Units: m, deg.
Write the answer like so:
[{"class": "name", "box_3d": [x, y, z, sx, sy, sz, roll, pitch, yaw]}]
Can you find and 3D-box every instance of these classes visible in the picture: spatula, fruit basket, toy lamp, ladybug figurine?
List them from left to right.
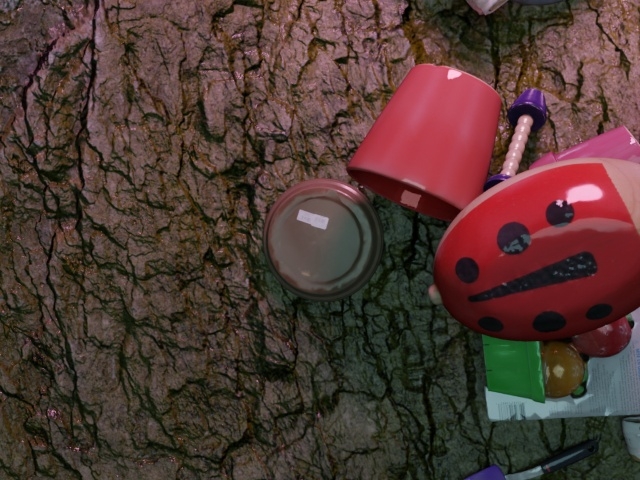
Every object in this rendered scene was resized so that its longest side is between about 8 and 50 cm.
[{"class": "toy lamp", "box_3d": [0.383, -0.191, 1.244, 0.080, 0.080, 0.275, 23, 58, 10]}, {"class": "spatula", "box_3d": [0.444, 0.487, 1.347, 0.296, 0.030, 0.084, -26, 88, 11]}, {"class": "ladybug figurine", "box_3d": [0.394, 0.033, 1.085, 0.449, 0.162, 0.305, -25, 97, 20]}, {"class": "fruit basket", "box_3d": [0.492, 0.185, 1.267, 0.352, 0.165, 0.327, -7, 91, 7]}]

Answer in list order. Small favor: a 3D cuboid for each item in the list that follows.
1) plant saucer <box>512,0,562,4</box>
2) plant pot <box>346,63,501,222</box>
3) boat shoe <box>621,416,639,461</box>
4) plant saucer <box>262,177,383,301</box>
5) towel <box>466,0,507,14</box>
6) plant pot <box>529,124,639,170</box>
[{"class": "plant saucer", "box_3d": [0.453, -0.643, 1.295, 0.317, 0.043, 0.318, 1, 93, 11]}, {"class": "plant pot", "box_3d": [0.220, -0.193, 1.262, 0.274, 0.275, 0.243, 23, 88, 10]}, {"class": "boat shoe", "box_3d": [0.733, 0.352, 1.247, 0.276, 0.098, 0.096, -19, 89, 13]}, {"class": "plant saucer", "box_3d": [0.000, 0.000, 1.416, 0.277, 0.041, 0.278, 0, 92, 13]}, {"class": "towel", "box_3d": [0.349, -0.674, 1.249, 0.320, 0.090, 0.375, -34, 85, 10]}, {"class": "plant pot", "box_3d": [0.525, -0.111, 1.201, 0.180, 0.201, 0.201, -37, 85, 26]}]
